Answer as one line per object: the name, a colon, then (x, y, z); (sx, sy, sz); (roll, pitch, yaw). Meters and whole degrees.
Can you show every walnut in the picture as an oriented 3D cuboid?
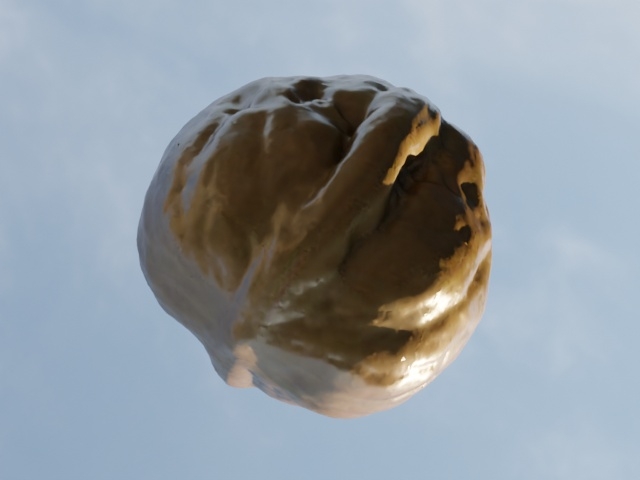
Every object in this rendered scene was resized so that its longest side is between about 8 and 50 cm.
walnut: (0.000, 0.000, 0.693); (0.166, 0.149, 0.167); (16, -134, -17)
